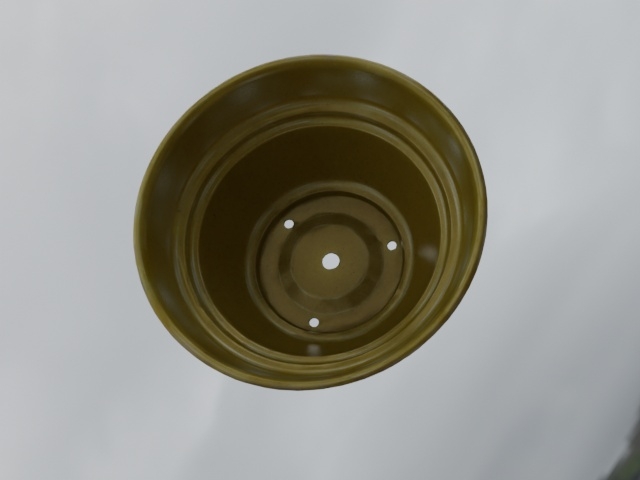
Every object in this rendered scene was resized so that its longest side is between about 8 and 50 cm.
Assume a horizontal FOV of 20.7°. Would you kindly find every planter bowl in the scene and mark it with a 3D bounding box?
[{"bbox_3d":[0.000,0.000,1.094,0.217,0.217,0.090,-54,-20,-10],"label":"planter bowl"}]
